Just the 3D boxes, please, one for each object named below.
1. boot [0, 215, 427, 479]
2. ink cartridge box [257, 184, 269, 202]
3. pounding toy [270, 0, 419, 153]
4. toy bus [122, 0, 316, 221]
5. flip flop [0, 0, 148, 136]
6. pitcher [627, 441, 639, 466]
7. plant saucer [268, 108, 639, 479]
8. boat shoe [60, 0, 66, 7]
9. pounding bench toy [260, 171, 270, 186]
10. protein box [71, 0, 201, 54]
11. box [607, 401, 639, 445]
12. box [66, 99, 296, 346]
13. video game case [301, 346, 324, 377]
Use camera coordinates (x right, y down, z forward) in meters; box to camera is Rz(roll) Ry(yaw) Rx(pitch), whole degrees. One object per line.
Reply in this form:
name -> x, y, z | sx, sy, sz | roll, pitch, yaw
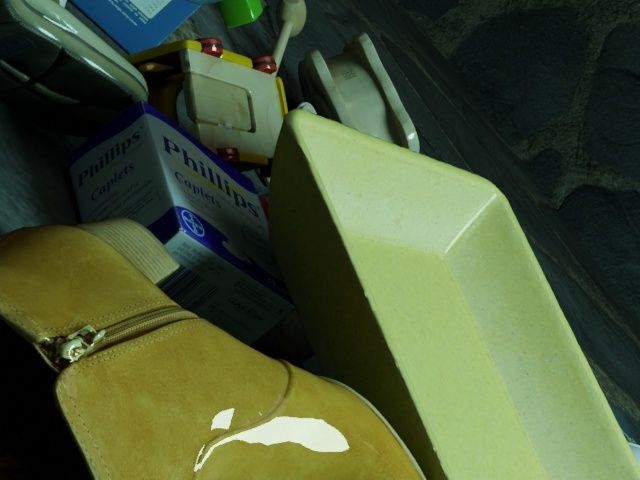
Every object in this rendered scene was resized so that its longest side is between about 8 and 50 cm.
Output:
boot -> -0.066, 0.111, 0.660 | 0.295, 0.104, 0.211 | 45, 19, 0
ink cartridge box -> 0.000, 0.000, 1.189 | 0.181, 0.061, 0.104 | 43, 17, -29
pounding toy -> 0.004, -0.158, 1.601 | 0.154, 0.155, 0.269 | 92, -25, -68
toy bus -> -0.095, -0.097, 1.055 | 0.191, 0.104, 0.202 | -76, 147, -46
flip flop -> -0.207, -0.163, 0.843 | 0.277, 0.112, 0.080 | 40, 47, -48
pitcher -> 0.319, 0.256, 1.291 | 0.207, 0.178, 0.125 | -19, 107, -78
plant saucer -> 0.096, 0.093, 0.925 | 0.333, 0.081, 0.332 | 13, 48, -57
boat shoe -> -0.250, -0.191, 0.932 | 0.063, 0.066, 0.184 | 33, 15, 17
pounding bench toy -> -0.016, -0.071, 1.318 | 0.052, 0.065, 0.083 | 55, 15, 20
protein box -> -0.169, -0.318, 1.206 | 0.200, 0.201, 0.136 | 42, 16, -30
box -> 0.324, 0.235, 1.580 | 0.233, 0.059, 0.183 | 41, 15, -34
box -> -0.094, -0.006, 0.892 | 0.126, 0.072, 0.137 | 37, 21, -43
video game case -> 0.116, 0.120, 1.094 | 0.244, 0.061, 0.269 | 52, 27, -8
